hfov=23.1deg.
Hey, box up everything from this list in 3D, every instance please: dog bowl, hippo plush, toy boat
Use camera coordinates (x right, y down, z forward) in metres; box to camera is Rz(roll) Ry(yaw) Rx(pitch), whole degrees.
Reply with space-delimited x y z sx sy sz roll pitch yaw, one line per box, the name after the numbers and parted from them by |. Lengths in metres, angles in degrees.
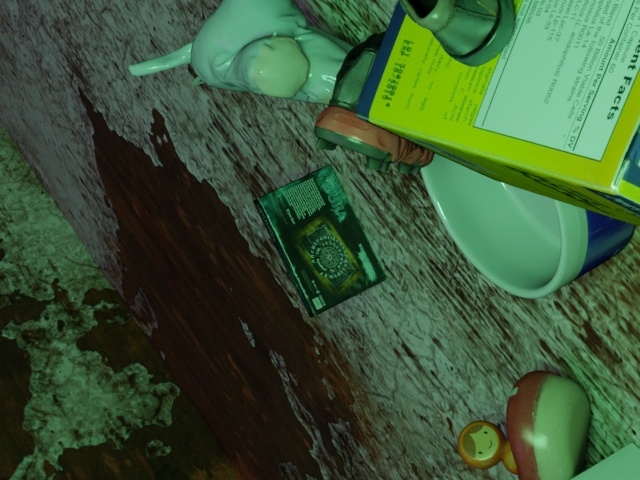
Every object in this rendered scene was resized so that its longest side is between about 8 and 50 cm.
0.216 -0.077 1.679 0.265 0.104 0.265 48 153 34 | dog bowl
-0.048 -0.298 1.969 0.294 0.234 0.236 13 97 45 | hippo plush
0.239 0.255 1.891 0.151 0.151 0.231 11 135 15 | toy boat

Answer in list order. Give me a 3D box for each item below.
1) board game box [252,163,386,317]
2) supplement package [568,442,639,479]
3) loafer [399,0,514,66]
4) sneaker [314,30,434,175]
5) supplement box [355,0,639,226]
0.000 0.000 2.222 0.186 0.126 0.026 65 158 -1 | board game box
0.359 0.348 1.830 0.105 0.105 0.179 43 151 43 | supplement package
0.078 -0.261 1.343 0.096 0.084 0.267 -48 48 25 | loafer
0.075 -0.141 1.588 0.098 0.135 0.276 22 -174 13 | sneaker
0.229 -0.135 1.349 0.356 0.195 0.194 24 93 55 | supplement box
